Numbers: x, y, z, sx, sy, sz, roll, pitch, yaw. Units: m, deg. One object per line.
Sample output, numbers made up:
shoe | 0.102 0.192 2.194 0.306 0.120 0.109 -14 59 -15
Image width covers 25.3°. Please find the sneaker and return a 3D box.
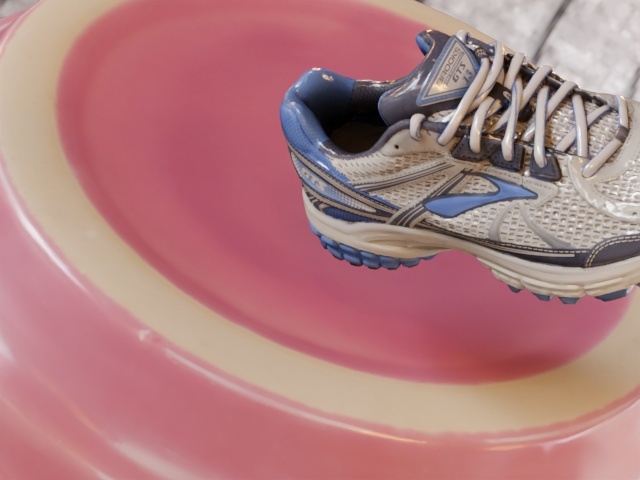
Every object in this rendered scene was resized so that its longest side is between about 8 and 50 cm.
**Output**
sneaker | 0.042 -0.022 0.352 0.135 0.052 0.058 0 -47 38

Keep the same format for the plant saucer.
plant saucer | 0.000 0.000 0.511 0.332 0.084 0.332 14 38 -11
